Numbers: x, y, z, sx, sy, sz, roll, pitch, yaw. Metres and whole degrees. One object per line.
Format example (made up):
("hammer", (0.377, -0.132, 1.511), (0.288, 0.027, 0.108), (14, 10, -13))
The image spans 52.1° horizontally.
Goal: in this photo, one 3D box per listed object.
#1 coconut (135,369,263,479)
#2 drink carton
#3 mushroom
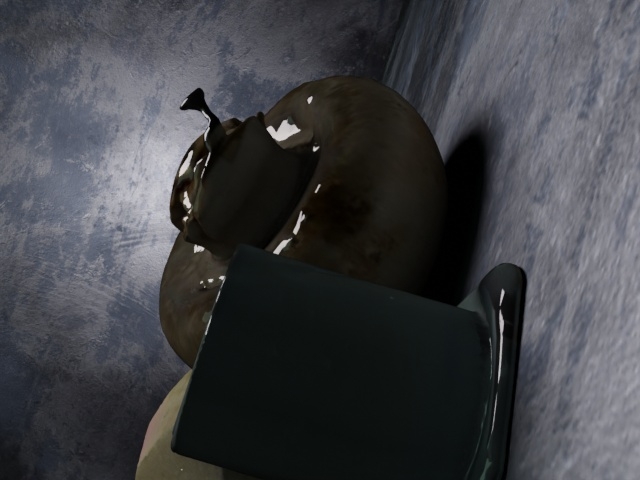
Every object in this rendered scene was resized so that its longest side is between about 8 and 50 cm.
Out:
("coconut", (-0.088, 0.263, 0.778), (0.259, 0.259, 0.259), (-163, 90, -88))
("drink carton", (0.010, 0.098, 0.440), (0.185, 0.189, 0.191), (123, 164, -62))
("mushroom", (-0.049, -0.023, 0.696), (0.362, 0.294, 0.362), (-36, 35, 31))
